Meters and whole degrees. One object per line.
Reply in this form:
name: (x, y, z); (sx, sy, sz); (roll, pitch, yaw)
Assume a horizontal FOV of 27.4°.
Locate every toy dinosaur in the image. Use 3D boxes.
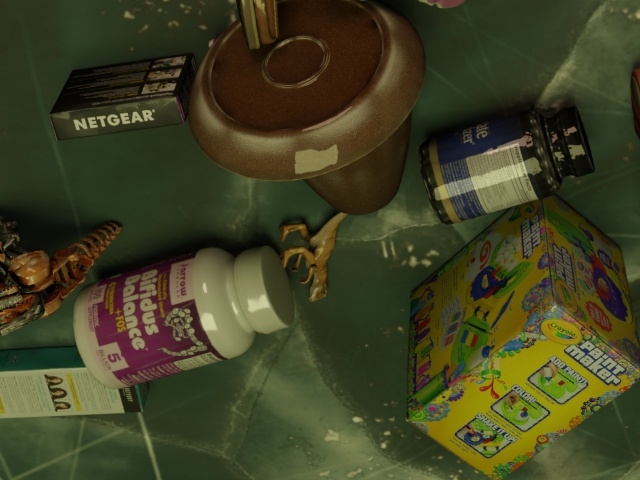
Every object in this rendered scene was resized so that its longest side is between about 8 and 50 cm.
toy dinosaur: (0.000, 0.000, 1.928); (0.112, 0.064, 0.211); (3, 136, -19)
toy dinosaur: (-0.435, 0.066, 1.889); (0.322, 0.218, 0.164); (-9, 113, -38)

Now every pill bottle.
pill bottle: (0.254, -0.106, 1.784); (0.219, 0.123, 0.123); (-17, 121, 15)
pill bottle: (-0.199, 0.106, 1.942); (0.301, 0.169, 0.169); (-17, 121, 16)

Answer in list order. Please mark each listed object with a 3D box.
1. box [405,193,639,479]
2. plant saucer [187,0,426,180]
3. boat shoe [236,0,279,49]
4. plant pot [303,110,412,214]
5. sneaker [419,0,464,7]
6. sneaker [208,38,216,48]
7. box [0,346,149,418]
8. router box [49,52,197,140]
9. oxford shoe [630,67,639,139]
box: (0.277, 0.126, 1.839); (0.177, 0.290, 0.279); (37, 121, -18)
plant saucer: (-0.025, -0.209, 1.627); (0.310, 0.311, 0.050); (-10, 143, 12)
boat shoe: (-0.061, -0.388, 1.585); (0.104, 0.111, 0.307); (-7, 104, -9)
plant pot: (0.032, -0.145, 1.746); (0.215, 0.215, 0.230); (-7, 141, 10)
sneaker: (0.077, -0.356, 1.620); (0.236, 0.104, 0.095); (6, 130, -25)
sneaker: (-0.092, -0.242, 1.771); (0.067, 0.042, 0.118); (-31, 124, 28)
box: (-0.407, 0.226, 2.108); (0.244, 0.060, 0.100); (-3, 124, 8)
router box: (-0.262, -0.194, 1.765); (0.179, 0.133, 0.046); (-7, 123, 10)
oxford shoe: (0.510, -0.082, 1.780); (0.130, 0.123, 0.348); (-13, 123, 7)
